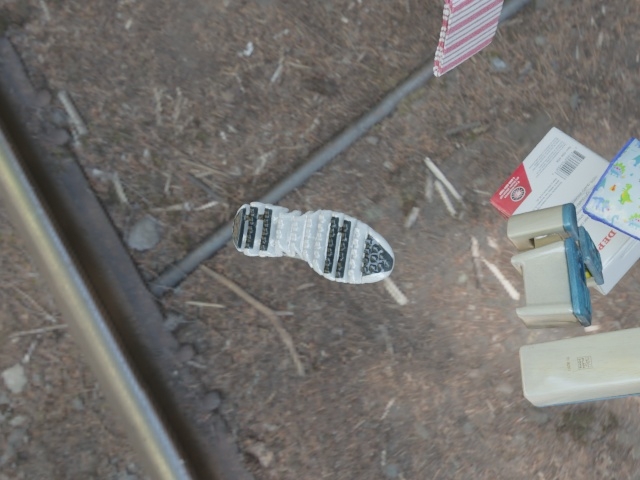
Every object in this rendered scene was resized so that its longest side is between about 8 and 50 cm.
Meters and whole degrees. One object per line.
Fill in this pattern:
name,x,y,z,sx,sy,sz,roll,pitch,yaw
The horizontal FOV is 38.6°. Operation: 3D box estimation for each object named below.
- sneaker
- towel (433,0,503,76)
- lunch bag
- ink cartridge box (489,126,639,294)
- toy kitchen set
sneaker,0.000,0.000,1.514,0.292,0.118,0.110,16,94,29
towel,0.270,-0.397,1.653,0.144,0.197,0.029,-33,66,-19
lunch bag,0.530,-0.074,1.516,0.151,0.096,0.129,-46,50,-13
ink cartridge box,0.498,-0.058,1.756,0.197,0.114,0.273,-49,54,4
toy kitchen set,0.279,0.074,0.937,0.122,0.166,0.207,-12,62,24
